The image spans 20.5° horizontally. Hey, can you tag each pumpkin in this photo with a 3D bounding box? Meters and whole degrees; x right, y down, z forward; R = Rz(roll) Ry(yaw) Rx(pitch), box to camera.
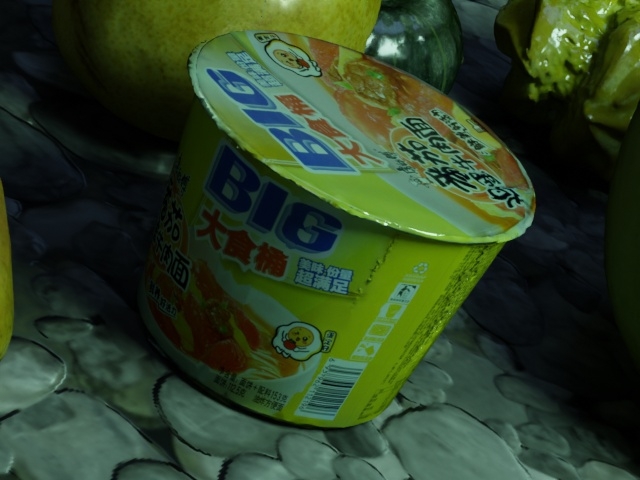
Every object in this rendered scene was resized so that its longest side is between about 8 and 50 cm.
[{"bbox_3d":[0.026,-0.155,1.292,0.167,0.125,0.167,31,23,-14],"label":"pumpkin"}]

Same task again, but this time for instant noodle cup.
[{"bbox_3d":[0.000,0.000,0.964,0.205,0.153,0.205,19,27,-10],"label":"instant noodle cup"}]

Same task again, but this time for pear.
[{"bbox_3d":[-0.061,-0.161,1.137,0.209,0.209,0.209,20,27,-11],"label":"pear"}]

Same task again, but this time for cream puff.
[{"bbox_3d":[0.238,-0.131,1.386,0.221,0.194,0.195,30,27,18],"label":"cream puff"}]

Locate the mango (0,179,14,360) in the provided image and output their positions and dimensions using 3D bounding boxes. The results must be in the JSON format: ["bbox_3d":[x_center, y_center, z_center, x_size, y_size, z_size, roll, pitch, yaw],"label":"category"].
[{"bbox_3d":[-0.244,-0.006,0.791,0.236,0.136,0.166,34,42,6],"label":"mango"}]

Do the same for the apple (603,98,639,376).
[{"bbox_3d":[0.340,-0.002,1.064,0.357,0.357,0.357,20,27,-11],"label":"apple"}]
